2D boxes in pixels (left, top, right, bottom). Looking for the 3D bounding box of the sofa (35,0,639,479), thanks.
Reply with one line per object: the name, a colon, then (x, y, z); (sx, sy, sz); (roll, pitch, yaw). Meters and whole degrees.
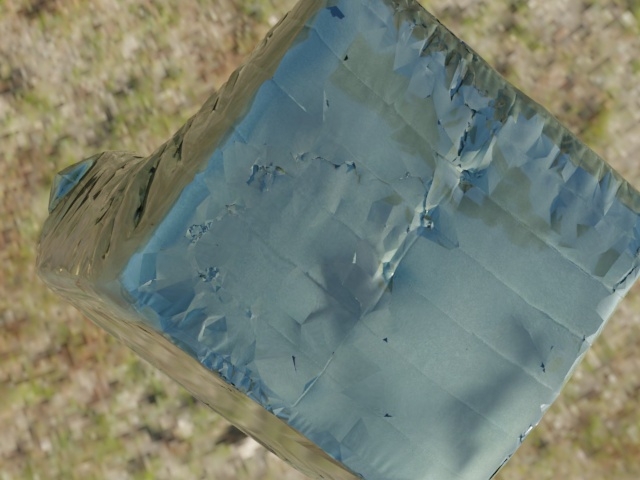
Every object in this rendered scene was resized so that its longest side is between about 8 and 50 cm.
sofa: (0.000, 0.000, 0.778); (0.210, 0.225, 0.176); (37, 80, -14)
